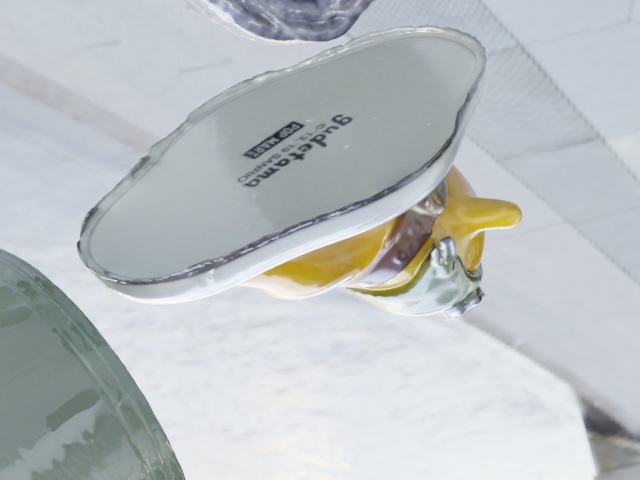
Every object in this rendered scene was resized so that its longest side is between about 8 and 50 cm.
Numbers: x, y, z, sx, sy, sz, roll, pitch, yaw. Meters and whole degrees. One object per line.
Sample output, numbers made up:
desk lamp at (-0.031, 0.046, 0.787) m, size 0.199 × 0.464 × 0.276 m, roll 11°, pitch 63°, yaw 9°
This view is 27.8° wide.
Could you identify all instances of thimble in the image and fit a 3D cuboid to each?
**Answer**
thimble at (-0.029, -0.190, 0.749) m, size 0.150 × 0.150 × 0.098 m, roll -5°, pitch -165°, yaw -18°

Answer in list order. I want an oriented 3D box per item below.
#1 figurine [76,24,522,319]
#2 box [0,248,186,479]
figurine at (0.000, 0.000, 0.712) m, size 0.250 × 0.166 × 0.141 m, roll -29°, pitch 126°, yaw -17°
box at (-0.178, 0.132, 0.616) m, size 0.149 × 0.226 × 0.226 m, roll -31°, pitch 173°, yaw -33°
